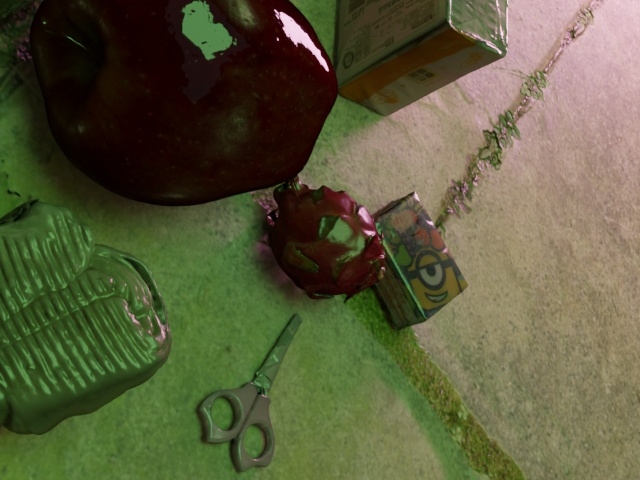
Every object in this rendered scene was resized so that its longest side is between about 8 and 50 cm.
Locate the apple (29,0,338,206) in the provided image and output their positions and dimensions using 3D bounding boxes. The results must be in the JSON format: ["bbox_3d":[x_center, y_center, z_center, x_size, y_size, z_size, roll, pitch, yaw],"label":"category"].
[{"bbox_3d":[-0.146,-0.175,1.298,0.316,0.288,0.288,12,67,-46],"label":"apple"}]

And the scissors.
[{"bbox_3d":[-0.064,0.163,1.417,0.110,0.021,0.212,46,51,-22],"label":"scissors"}]

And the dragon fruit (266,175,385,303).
[{"bbox_3d":[0.000,0.000,1.456,0.166,0.136,0.133,51,47,0],"label":"dragon fruit"}]

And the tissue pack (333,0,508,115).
[{"bbox_3d":[0.130,-0.292,1.604,0.124,0.225,0.185,18,64,-34],"label":"tissue pack"}]

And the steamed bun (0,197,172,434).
[{"bbox_3d":[-0.269,0.077,1.193,0.218,0.144,0.211,-29,83,-14],"label":"steamed bun"}]

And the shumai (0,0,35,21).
[{"bbox_3d":[-0.359,-0.326,1.268,0.153,0.161,0.209,41,81,12],"label":"shumai"}]

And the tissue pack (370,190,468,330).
[{"bbox_3d":[0.111,0.026,1.588,0.108,0.060,0.148,-34,97,-43],"label":"tissue pack"}]
